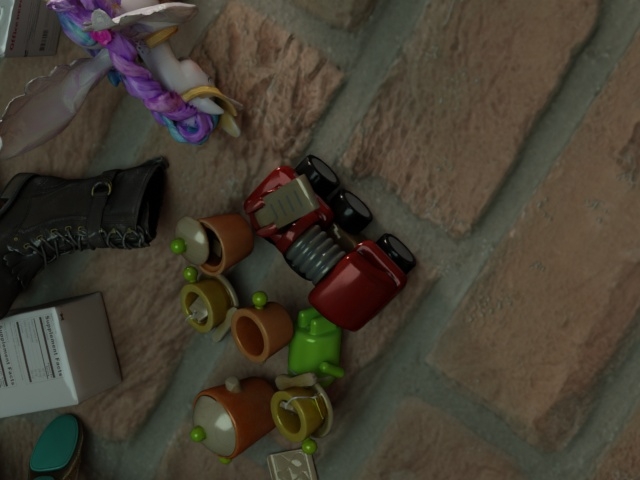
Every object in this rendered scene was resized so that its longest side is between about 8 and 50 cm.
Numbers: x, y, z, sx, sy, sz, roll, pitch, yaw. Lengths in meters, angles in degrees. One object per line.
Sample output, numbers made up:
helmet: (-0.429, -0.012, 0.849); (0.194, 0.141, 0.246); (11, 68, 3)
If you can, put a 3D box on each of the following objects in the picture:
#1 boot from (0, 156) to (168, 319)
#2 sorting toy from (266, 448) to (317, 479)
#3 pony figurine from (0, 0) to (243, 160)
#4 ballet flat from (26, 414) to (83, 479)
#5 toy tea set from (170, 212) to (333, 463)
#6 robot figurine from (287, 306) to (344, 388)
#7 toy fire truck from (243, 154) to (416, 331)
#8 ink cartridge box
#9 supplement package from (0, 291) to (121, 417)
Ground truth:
boot: (-0.323, -0.005, 1.736); (0.229, 0.091, 0.263); (-1, 55, 21)
sorting toy: (-0.034, 0.323, 1.793); (0.062, 0.012, 0.083); (-13, 91, 14)
pony figurine: (-0.261, -0.265, 1.610); (0.303, 0.351, 0.363); (-33, 83, 30)
ballet flat: (-0.366, 0.332, 1.824); (0.073, 0.206, 0.067); (-2, 130, 13)
toy tea set: (-0.125, 0.133, 1.697); (0.200, 0.124, 0.336); (-24, 89, 52)
robot figurine: (-0.008, 0.143, 1.723); (0.101, 0.067, 0.115); (29, 124, 40)
toy fire truck: (0.000, 0.000, 1.609); (0.217, 0.246, 0.158); (47, 109, 6)
ink cartridge box: (-0.393, -0.294, 1.745); (0.056, 0.135, 0.099); (18, 103, 15)
supplement package: (-0.419, 0.164, 1.823); (0.244, 0.139, 0.134); (-12, 93, 19)
